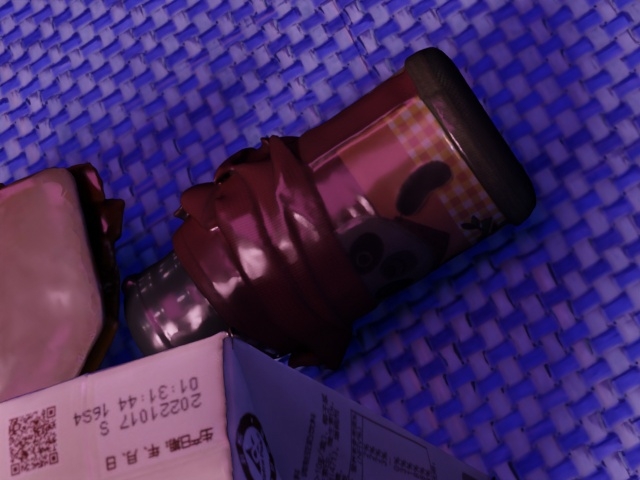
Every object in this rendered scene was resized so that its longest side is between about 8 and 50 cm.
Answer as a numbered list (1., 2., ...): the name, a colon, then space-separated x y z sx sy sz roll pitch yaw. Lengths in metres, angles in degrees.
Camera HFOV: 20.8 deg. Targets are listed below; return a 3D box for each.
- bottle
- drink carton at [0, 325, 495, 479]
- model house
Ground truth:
1. bottle: 0.000 0.000 1.136 0.271 0.143 0.156 -33 93 7
2. drink carton: -0.044 0.173 0.951 0.194 0.324 0.132 -19 62 23
3. model house: -0.224 0.064 1.197 0.220 0.229 0.199 -17 95 3
